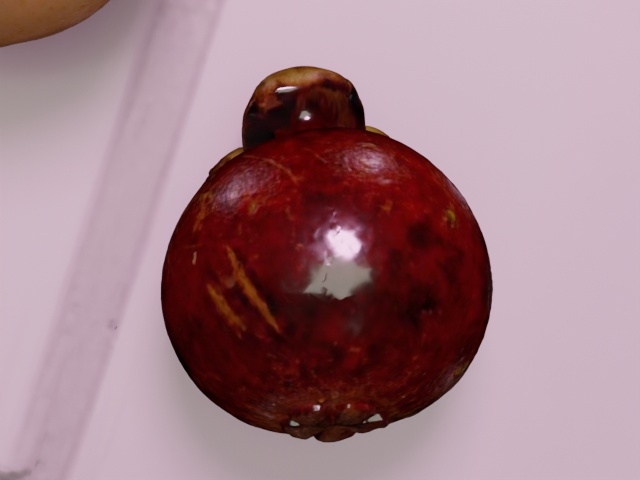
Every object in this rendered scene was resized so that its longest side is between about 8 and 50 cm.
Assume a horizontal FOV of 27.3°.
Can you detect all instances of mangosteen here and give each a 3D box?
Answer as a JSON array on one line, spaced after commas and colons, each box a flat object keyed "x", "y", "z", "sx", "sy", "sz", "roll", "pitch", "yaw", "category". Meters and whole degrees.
[{"x": 0.000, "y": 0.000, "z": 0.860, "sx": 0.215, "sy": 0.215, "sz": 0.258, "roll": -5, "pitch": 66, "yaw": -4, "category": "mangosteen"}]

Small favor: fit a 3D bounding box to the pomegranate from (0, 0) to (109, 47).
[{"x": -0.205, "y": -0.264, "z": 0.782, "sx": 0.307, "sy": 0.307, "sz": 0.307, "roll": 0, "pitch": 94, "yaw": -4, "category": "pomegranate"}]
